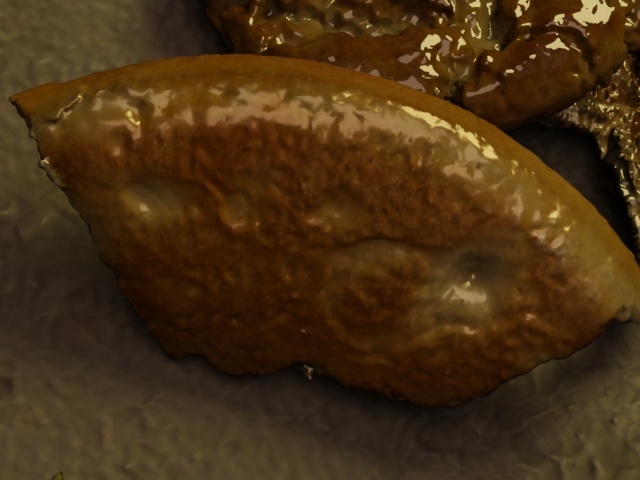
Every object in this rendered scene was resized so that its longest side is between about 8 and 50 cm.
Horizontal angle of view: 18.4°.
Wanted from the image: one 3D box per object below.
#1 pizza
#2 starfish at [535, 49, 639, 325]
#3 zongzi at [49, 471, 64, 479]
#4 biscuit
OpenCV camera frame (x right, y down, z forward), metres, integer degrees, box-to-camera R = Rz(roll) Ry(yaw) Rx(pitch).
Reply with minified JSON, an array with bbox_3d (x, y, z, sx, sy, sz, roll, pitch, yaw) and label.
[{"bbox_3d":[0.005,-0.004,0.804,0.271,0.056,0.134,7,114,-1],"label":"pizza"},{"bbox_3d":[0.144,-0.063,0.876,0.238,0.057,0.213,-2,69,4],"label":"starfish"},{"bbox_3d":[-0.097,0.162,0.767,0.104,0.052,0.113,41,57,-3],"label":"zongzi"},{"bbox_3d":[0.049,-0.140,0.868,0.225,0.042,0.226,-1,60,1],"label":"biscuit"}]
